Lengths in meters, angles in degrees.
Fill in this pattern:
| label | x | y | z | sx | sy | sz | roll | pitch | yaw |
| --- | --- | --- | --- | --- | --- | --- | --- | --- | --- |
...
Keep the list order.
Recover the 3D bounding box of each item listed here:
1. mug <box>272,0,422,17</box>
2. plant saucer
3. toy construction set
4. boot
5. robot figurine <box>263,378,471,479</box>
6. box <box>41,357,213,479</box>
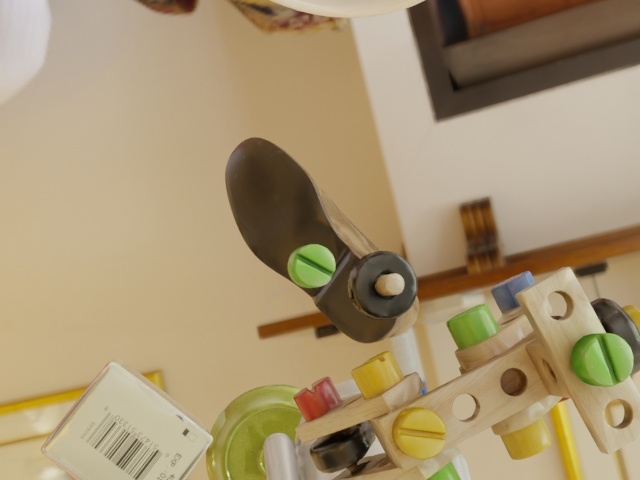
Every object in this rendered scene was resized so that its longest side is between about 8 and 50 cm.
| label | x | y | z | sx | sy | sz | roll | pitch | yaw |
| --- | --- | --- | --- | --- | --- | --- | --- | --- | --- |
| mug | -0.009 | -0.415 | 0.815 | 0.374 | 0.328 | 0.276 | 22 | 134 | -9 |
| plant saucer | -0.071 | 0.363 | 1.579 | 0.241 | 0.241 | 0.037 | -12 | -179 | -5 |
| toy construction set | 0.122 | 0.150 | 0.698 | 0.257 | 0.309 | 0.237 | 0 | 175 | -14 |
| boot | 0.000 | 0.000 | 1.132 | 0.112 | 0.305 | 0.115 | -48 | 159 | 19 |
| robot figurine | 0.071 | 0.330 | 1.302 | 0.299 | 0.200 | 0.353 | 11 | -151 | -14 |
| box | -0.231 | 0.234 | 1.139 | 0.127 | 0.148 | 0.232 | -53 | -176 | -12 |
